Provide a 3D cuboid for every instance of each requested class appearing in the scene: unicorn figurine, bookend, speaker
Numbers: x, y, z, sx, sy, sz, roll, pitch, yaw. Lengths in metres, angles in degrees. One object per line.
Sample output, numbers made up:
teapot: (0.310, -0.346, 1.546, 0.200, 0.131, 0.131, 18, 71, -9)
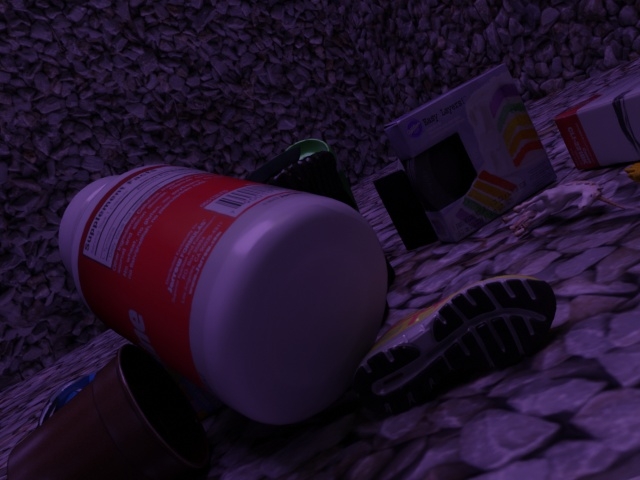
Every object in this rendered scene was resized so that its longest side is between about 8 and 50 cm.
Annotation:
unicorn figurine: (0.332, -0.050, 0.821, 0.111, 0.060, 0.162, -29, 8, -1)
bookend: (0.205, -0.088, 1.158, 0.072, 0.157, 0.156, -20, 12, 44)
speaker: (0.012, -0.070, 1.198, 0.131, 0.296, 0.131, -11, 49, 13)

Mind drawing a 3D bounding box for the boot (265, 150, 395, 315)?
boot: (-0.003, 0.002, 0.901, 0.131, 0.260, 0.348, -26, 7, 16)

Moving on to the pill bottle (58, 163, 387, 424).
pill bottle: (-0.143, 0.033, 0.674, 0.408, 0.229, 0.229, 16, 38, 42)

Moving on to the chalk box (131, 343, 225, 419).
chalk box: (-0.206, 0.194, 0.848, 0.213, 0.132, 0.132, -30, 9, -6)

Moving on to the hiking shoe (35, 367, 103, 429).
hiking shoe: (-0.350, 0.257, 0.985, 0.132, 0.113, 0.304, -25, 8, 27)

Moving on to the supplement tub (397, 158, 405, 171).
supplement tub: (0.335, -0.204, 1.339, 0.272, 0.191, 0.191, -32, 9, -29)

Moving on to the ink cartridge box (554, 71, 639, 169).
ink cartridge box: (0.563, -0.220, 0.929, 0.197, 0.114, 0.273, -29, 6, -12)

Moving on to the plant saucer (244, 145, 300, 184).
plant saucer: (-0.079, -0.119, 0.976, 0.119, 0.021, 0.119, -35, -1, 0)

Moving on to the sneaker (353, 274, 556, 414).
sneaker: (0.126, 0.088, 0.562, 0.208, 0.081, 0.094, -27, 5, 11)

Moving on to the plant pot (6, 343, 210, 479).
plant pot: (-0.241, 0.232, 0.643, 0.165, 0.167, 0.167, -35, 8, -4)

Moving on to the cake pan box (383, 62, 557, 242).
cake pan box: (0.275, -0.158, 1.046, 0.267, 0.245, 0.070, -29, 7, -15)

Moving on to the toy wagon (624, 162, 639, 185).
toy wagon: (0.529, -0.132, 0.652, 0.344, 0.068, 0.267, -28, 7, 6)

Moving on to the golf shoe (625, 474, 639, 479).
golf shoe: (0.189, 0.112, 0.246, 0.176, 0.069, 0.086, -24, 3, 22)
